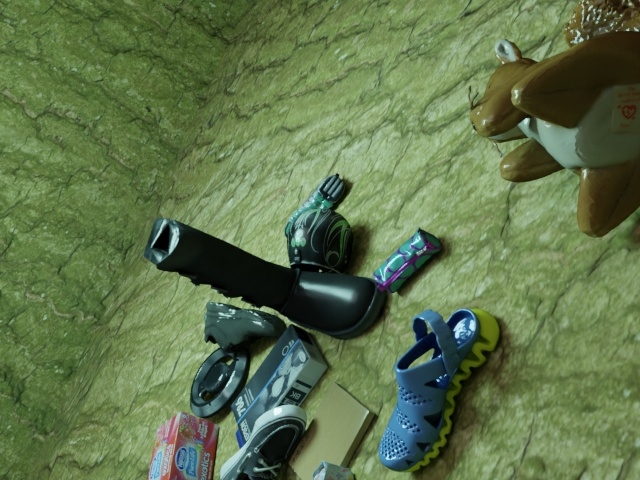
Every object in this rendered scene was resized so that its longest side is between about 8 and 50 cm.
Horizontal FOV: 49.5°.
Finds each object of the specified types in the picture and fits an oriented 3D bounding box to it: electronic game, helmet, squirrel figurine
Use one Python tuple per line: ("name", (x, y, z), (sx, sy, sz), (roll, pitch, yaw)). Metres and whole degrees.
("electronic game", (-0.279, 0.380, 1.907), (0.229, 0.048, 0.229), (-35, 32, 26))
("helmet", (0.000, 0.000, 1.693), (0.169, 0.169, 0.161), (-14, 61, 54))
("squirrel figurine", (0.440, -0.260, 1.172), (0.397, 0.281, 0.370), (-42, 19, 4))

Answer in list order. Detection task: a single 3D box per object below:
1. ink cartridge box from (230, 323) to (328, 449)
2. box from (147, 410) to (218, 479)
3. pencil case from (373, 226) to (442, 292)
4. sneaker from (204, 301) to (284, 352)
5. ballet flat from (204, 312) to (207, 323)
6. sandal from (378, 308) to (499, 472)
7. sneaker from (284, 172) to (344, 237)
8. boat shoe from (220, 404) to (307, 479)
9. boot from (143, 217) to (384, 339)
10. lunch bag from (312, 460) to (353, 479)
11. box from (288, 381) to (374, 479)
("ink cartridge box", (-0.120, 0.373, 1.638), (0.332, 0.065, 0.165), (-56, 28, 9))
("box", (-0.355, 0.585, 1.756), (0.128, 0.123, 0.256), (-39, 34, 36))
("pencil case", (0.180, 0.043, 1.452), (0.151, 0.064, 0.070), (-47, 5, 24))
("sneaker", (-0.207, 0.242, 1.852), (0.286, 0.109, 0.130), (2, 77, 46))
("ballet flat", (-0.285, 0.248, 2.026), (0.221, 0.077, 0.079), (-9, 59, 51))
("sandal", (0.175, 0.242, 1.194), (0.126, 0.138, 0.317), (18, 81, 60))
("sneaker", (-0.012, -0.089, 1.914), (0.223, 0.083, 0.098), (-47, 9, 14))
("boat shoe", (-0.125, 0.476, 1.498), (0.301, 0.108, 0.102), (-49, 29, 25))
("boot", (-0.132, 0.070, 1.532), (0.367, 0.445, 0.146), (-13, 52, 55))
("lunch bag", (0.020, 0.464, 1.304), (0.053, 0.071, 0.083), (-16, 53, 58))
("box", (0.019, 0.407, 1.414), (0.201, 0.021, 0.164), (-61, 27, -3))
